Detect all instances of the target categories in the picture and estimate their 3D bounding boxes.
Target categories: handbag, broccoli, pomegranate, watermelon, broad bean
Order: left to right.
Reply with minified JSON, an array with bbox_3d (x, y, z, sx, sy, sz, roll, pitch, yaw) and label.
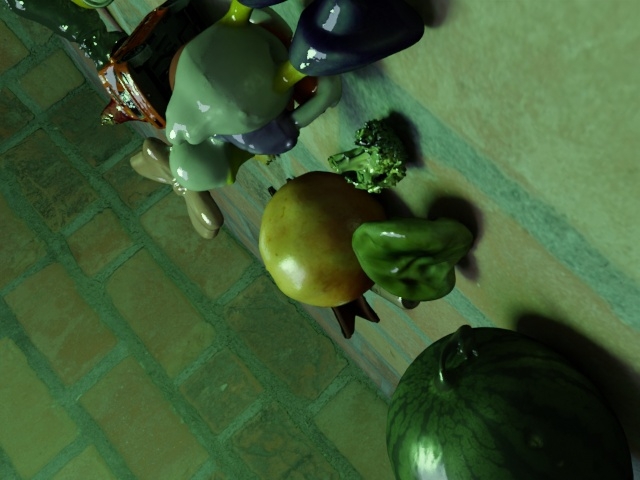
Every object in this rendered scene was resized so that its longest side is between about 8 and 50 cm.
[{"bbox_3d":[0.002,0.033,1.187,0.276,0.084,0.260,58,177,47],"label":"handbag"},{"bbox_3d":[0.005,-0.004,0.886,0.209,0.209,0.209,46,169,12],"label":"pomegranate"},{"bbox_3d":[0.056,-0.094,0.683,0.097,0.091,0.095,-119,14,-67],"label":"broccoli"},{"bbox_3d":[0.115,0.013,0.748,0.207,0.153,0.073,62,-152,-60],"label":"broad bean"},{"bbox_3d":[0.226,0.258,0.735,0.359,0.279,0.279,52,168,-28],"label":"watermelon"}]

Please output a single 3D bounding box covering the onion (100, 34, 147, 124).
[{"bbox_3d":[-0.366,-0.306,1.232,0.139,0.218,0.195,40,167,32],"label":"onion"}]

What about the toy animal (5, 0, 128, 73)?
[{"bbox_3d":[-0.615,-0.558,1.491,0.343,0.168,0.106,38,173,-28],"label":"toy animal"}]

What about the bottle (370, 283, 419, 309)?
[{"bbox_3d":[0.129,0.083,1.084,0.053,0.053,0.140,54,168,-26],"label":"bottle"}]

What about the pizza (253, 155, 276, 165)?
[{"bbox_3d":[-0.160,-0.225,1.194,0.181,0.034,0.262,52,168,-12],"label":"pizza"}]

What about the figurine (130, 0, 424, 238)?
[{"bbox_3d":[-0.080,-0.131,0.592,0.154,0.193,0.421,47,155,-5],"label":"figurine"}]

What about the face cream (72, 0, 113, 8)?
[{"bbox_3d":[-0.514,-0.559,1.242,0.348,0.105,0.105,39,165,41],"label":"face cream"}]

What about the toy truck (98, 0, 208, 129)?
[{"bbox_3d":[-0.241,-0.263,0.881,0.108,0.114,0.253,58,-150,-36],"label":"toy truck"}]

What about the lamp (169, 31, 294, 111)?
[{"bbox_3d":[-0.112,-0.205,0.797,0.182,0.140,0.182,30,-143,-25],"label":"lamp"}]
